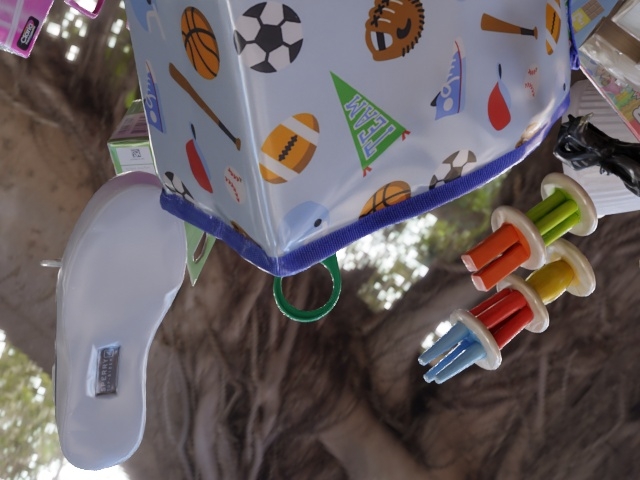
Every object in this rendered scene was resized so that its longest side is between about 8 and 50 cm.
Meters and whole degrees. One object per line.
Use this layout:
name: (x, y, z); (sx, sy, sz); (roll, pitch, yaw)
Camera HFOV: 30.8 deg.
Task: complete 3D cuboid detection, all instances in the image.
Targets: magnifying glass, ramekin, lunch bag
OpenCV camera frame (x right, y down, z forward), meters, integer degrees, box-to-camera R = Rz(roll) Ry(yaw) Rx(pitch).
magnifying glass: (0.000, 0.000, 1.599); (0.092, 0.026, 0.231); (16, -98, 2)
ramekin: (0.438, -0.137, 1.709); (0.109, 0.207, 0.207); (-2, -154, 30)
lunch bag: (0.045, -0.205, 0.915); (0.385, 0.328, 0.239); (-24, -148, -27)

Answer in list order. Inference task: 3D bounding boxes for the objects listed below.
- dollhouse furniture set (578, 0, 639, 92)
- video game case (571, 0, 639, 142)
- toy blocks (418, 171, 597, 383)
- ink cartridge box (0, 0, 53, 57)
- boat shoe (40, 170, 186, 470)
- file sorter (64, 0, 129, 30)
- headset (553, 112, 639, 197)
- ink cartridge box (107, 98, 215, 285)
dollhouse furniture set: (0.450, -0.302, 1.098); (0.174, 0.303, 0.355); (37, -99, 0)
video game case: (0.443, -0.258, 1.510); (0.285, 0.204, 0.025); (52, -175, 1)
toy blocks: (0.130, 0.034, 0.842); (0.148, 0.123, 0.054); (-35, -130, -20)
ink cartridge box: (-0.460, -0.374, 1.394); (0.069, 0.175, 0.371); (21, 176, 36)
boat shoe: (-0.240, 0.068, 1.302); (0.136, 0.367, 0.156); (-3, -149, -24)
file sorter: (-0.089, -0.269, 1.169); (0.291, 0.182, 0.202); (18, -176, -3)
headset: (0.376, -0.163, 0.929); (0.394, 0.243, 0.185); (-38, -148, -15)
ink cartridge box: (-0.192, -0.058, 1.429); (0.062, 0.209, 0.109); (-3, -147, 14)
